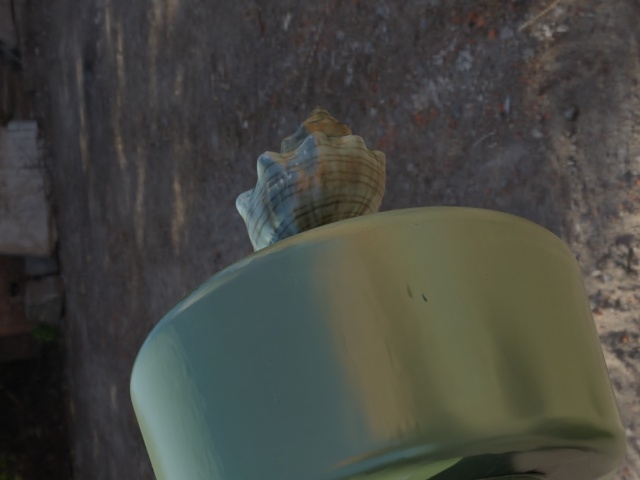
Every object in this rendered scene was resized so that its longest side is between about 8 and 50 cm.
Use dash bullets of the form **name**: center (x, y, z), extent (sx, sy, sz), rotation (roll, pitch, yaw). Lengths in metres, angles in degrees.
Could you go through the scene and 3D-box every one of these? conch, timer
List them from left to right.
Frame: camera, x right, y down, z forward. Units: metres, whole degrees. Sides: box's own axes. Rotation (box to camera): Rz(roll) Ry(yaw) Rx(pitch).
- **conch**: center (-0.012, 0.000, 0.937), extent (0.170, 0.203, 0.386), rotation (-2, 61, 29)
- **timer**: center (0.058, 0.188, 0.447), extent (0.290, 0.291, 0.315), rotation (114, 148, -51)
